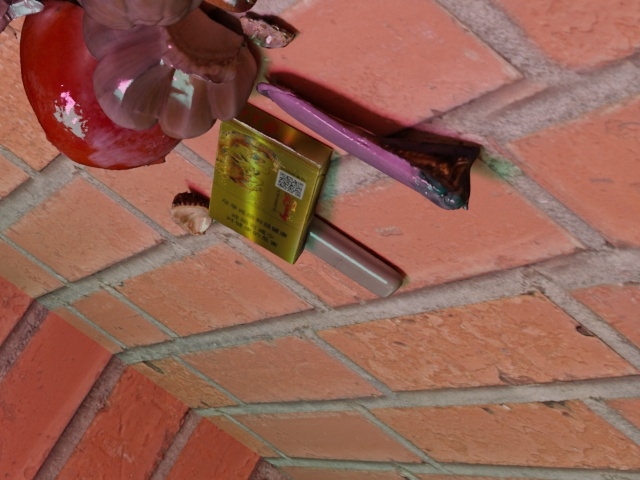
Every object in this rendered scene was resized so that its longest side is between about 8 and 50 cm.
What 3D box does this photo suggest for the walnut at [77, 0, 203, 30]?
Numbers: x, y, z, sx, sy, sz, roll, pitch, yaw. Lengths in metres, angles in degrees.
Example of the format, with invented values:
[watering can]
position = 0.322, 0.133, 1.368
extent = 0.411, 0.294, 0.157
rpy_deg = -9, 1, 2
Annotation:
[walnut]
position = -0.205, -0.346, 1.395
extent = 0.224, 0.224, 0.224
rpy_deg = 27, 159, 11

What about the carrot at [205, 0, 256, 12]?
[carrot]
position = -0.181, -0.347, 1.575
extent = 0.247, 0.059, 0.059
rpy_deg = 29, 160, 17

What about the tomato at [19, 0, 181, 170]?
[tomato]
position = -0.361, -0.215, 1.958
extent = 0.309, 0.170, 0.309
rpy_deg = 26, 160, 10

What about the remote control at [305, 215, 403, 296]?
[remote control]
position = 0.000, -0.001, 2.126
extent = 0.309, 0.038, 0.090
rpy_deg = 33, 157, -2

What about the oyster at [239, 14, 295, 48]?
[oyster]
position = -0.066, -0.270, 1.636
extent = 0.083, 0.019, 0.054
rpy_deg = 18, 154, 37

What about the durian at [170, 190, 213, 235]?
[durian]
position = -0.227, -0.048, 2.304
extent = 0.052, 0.066, 0.130
rpy_deg = 19, 166, 30

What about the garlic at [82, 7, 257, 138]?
[garlic]
position = -0.209, -0.253, 1.754
extent = 0.237, 0.210, 0.292
rpy_deg = 1, 167, -23

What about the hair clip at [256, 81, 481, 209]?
[hair clip]
position = 0.062, -0.134, 1.704
extent = 0.358, 0.110, 0.096
rpy_deg = 24, 118, 29

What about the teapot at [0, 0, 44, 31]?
[teapot]
position = -0.534, -0.371, 1.858
extent = 0.221, 0.163, 0.178
rpy_deg = 13, 148, 38

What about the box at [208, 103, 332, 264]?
[box]
position = -0.085, -0.087, 1.987
extent = 0.173, 0.043, 0.311
rpy_deg = 29, 150, 7
